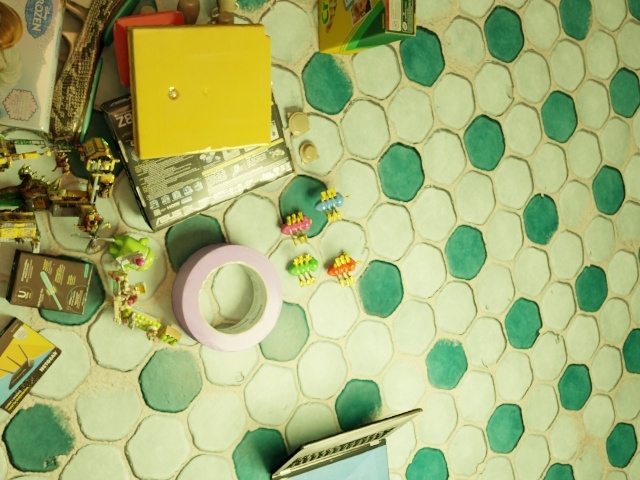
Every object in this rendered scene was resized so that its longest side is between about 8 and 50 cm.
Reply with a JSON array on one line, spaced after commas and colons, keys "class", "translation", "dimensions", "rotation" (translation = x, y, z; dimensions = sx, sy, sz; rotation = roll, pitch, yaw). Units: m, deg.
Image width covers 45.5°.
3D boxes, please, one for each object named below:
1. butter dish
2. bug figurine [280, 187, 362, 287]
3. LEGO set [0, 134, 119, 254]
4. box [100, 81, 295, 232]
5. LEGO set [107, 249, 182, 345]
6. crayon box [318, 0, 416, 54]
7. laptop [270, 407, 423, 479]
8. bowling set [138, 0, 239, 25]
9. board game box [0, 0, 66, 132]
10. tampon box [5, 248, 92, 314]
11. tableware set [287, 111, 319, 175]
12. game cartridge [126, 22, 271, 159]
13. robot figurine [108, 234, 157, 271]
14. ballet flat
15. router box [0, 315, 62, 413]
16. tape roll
[{"class": "butter dish", "translation": [-0.390, -0.441, 1.710], "dimensions": [0.160, 0.118, 0.160], "rotation": [-16, 127, -24]}, {"class": "bug figurine", "translation": [0.000, 0.000, 2.094], "dimensions": [0.216, 0.072, 0.279], "rotation": [-16, 106, -21]}, {"class": "LEGO set", "translation": [-0.586, -0.089, 1.651], "dimensions": [0.331, 0.192, 0.255], "rotation": [5, 129, -37]}, {"class": "box", "translation": [-0.281, -0.239, 1.829], "dimensions": [0.394, 0.097, 0.318], "rotation": [-25, 122, -17]}, {"class": "LEGO set", "translation": [-0.434, 0.172, 1.822], "dimensions": [0.132, 0.107, 0.287], "rotation": [-21, 120, -5]}, {"class": "crayon box", "translation": [0.112, -0.687, 1.968], "dimensions": [0.106, 0.313, 0.363], "rotation": [-4, 95, -32]}, {"class": "laptop", "translation": [0.084, 0.676, 2.105], "dimensions": [0.381, 0.408, 0.236], "rotation": [-10, 65, -28]}, {"class": "bowling set", "translation": [-0.285, -0.477, 1.824], "dimensions": [0.287, 0.154, 0.200], "rotation": [-24, 74, -22]}, {"class": "board game box", "translation": [-0.720, -0.410, 1.612], "dimensions": [0.317, 0.066, 0.319], "rotation": [7, 90, -9]}, {"class": "tampon box", "translation": [-0.620, 0.094, 1.741], "dimensions": [0.161, 0.101, 0.121], "rotation": [13, 87, -28]}, {"class": "tableware set", "translation": [-0.077, -0.260, 2.063], "dimensions": [0.141, 0.020, 0.169], "rotation": [-25, 106, -23]}, {"class": "game cartridge", "translation": [-0.264, -0.339, 1.715], "dimensions": [0.323, 0.052, 0.286], "rotation": [-10, 114, -29]}, {"class": "robot figurine", "translation": [-0.454, 0.031, 1.847], "dimensions": [0.115, 0.067, 0.101], "rotation": [33, 95, -27]}, {"class": "ballet flat", "translation": [-0.541, -0.451, 1.726], "dimensions": [0.182, 0.164, 0.483], "rotation": [23, 85, -15]}, {"class": "router box", "translation": [-0.702, 0.284, 1.741], "dimensions": [0.133, 0.046, 0.179], "rotation": [44, 73, -24]}, {"class": "tape roll", "translation": [-0.238, 0.145, 1.964], "dimensions": [0.274, 0.090, 0.275], "rotation": [-2, 94, -29]}]
